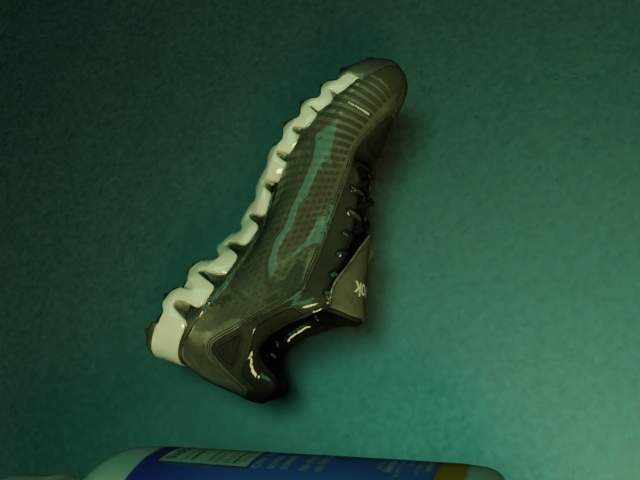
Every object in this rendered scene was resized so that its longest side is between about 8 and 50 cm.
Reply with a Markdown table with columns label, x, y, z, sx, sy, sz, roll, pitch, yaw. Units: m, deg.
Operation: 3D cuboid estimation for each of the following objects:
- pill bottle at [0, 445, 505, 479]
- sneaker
| label | x | y | z | sx | sy | sz | roll | pitch | yaw |
| --- | --- | --- | --- | --- | --- | --- | --- | --- | --- |
| pill bottle | -0.045 | 0.182 | 0.433 | 0.271 | 0.152 | 0.152 | -1 | 70 | 16 |
| sneaker | 0.000 | 0.000 | 0.532 | 0.106 | 0.078 | 0.234 | 34 | 87 | 22 |
